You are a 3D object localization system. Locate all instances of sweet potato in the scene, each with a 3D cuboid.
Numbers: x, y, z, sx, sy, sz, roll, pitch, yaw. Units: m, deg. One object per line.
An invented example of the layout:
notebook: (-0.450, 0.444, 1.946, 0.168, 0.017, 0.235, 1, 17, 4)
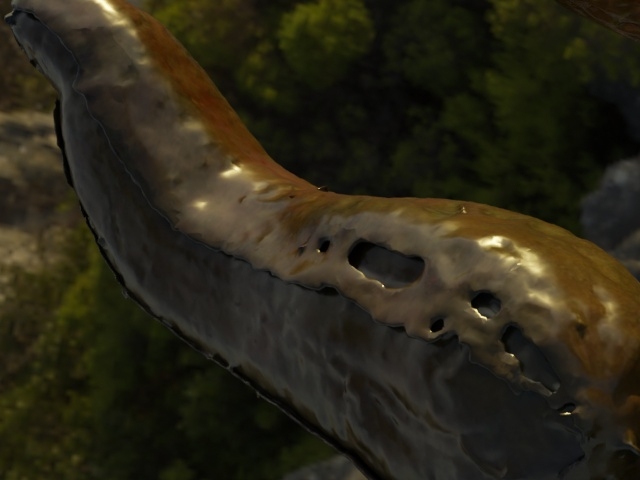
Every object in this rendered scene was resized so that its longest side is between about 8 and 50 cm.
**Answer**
sweet potato: (-0.002, 0.004, 0.417, 0.233, 0.062, 0.081, 33, 128, 38)

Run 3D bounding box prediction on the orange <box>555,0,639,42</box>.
orange: (0.174, -0.188, 0.563, 0.196, 0.335, 0.262, 146, 115, -82)
